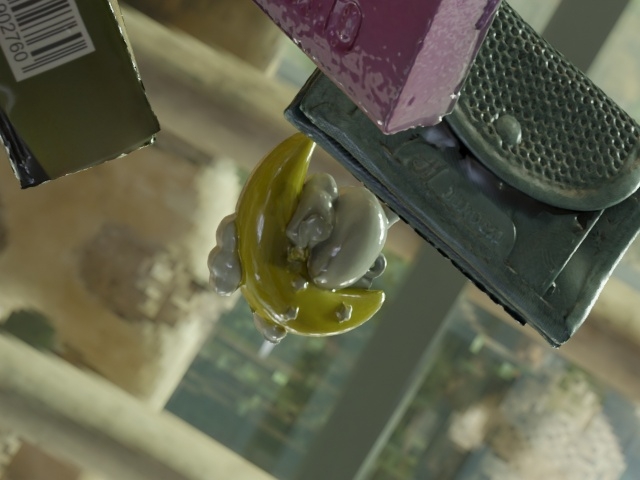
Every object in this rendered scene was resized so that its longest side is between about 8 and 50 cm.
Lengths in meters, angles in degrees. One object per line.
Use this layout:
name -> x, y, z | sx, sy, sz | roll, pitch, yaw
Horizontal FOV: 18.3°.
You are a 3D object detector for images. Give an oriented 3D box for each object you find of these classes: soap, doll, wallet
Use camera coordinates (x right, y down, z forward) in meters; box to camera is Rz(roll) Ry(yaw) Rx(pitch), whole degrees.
soap -> 0.021, -0.227, 1.501 | 0.081, 0.259, 0.181 | -22, 149, -38
doll -> 0.000, 0.000, 2.204 | 0.252, 0.237, 0.111 | -58, -152, -2
wallet -> 0.161, -0.094, 1.830 | 0.237, 0.342, 0.075 | -53, -169, -24

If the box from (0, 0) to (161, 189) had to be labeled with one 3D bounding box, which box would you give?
box -> -0.284, -0.300, 1.772 | 0.138, 0.373, 0.420 | -20, -152, -1
